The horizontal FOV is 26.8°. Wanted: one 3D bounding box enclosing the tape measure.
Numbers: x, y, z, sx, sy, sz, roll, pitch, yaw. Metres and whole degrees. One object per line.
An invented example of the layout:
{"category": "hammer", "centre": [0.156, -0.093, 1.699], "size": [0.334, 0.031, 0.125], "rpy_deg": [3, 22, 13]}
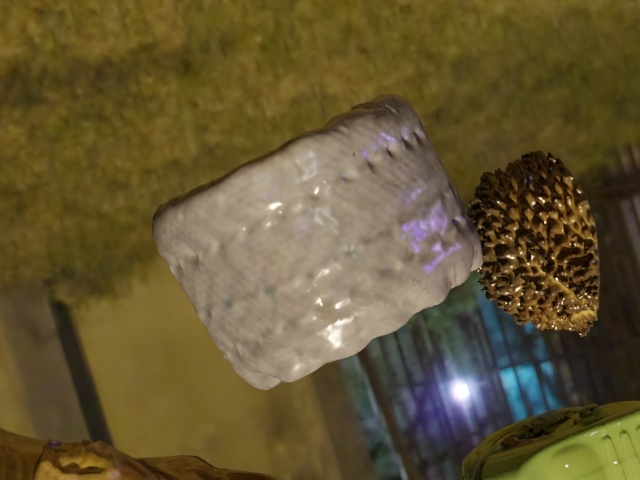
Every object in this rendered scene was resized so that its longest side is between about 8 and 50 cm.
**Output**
{"category": "tape measure", "centre": [0.224, 0.220, 1.276], "size": [0.200, 0.106, 0.175], "rpy_deg": [-23, -178, -11]}

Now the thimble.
{"category": "thimble", "centre": [0.000, 0.000, 1.012], "size": [0.217, 0.157, 0.245], "rpy_deg": [-26, -176, 4]}

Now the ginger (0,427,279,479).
{"category": "ginger", "centre": [-0.109, 0.097, 0.419], "size": [0.205, 0.115, 0.081], "rpy_deg": [24, 178, -7]}

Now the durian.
{"category": "durian", "centre": [0.165, 0.001, 1.132], "size": [0.091, 0.148, 0.188], "rpy_deg": [-14, -137, -9]}
